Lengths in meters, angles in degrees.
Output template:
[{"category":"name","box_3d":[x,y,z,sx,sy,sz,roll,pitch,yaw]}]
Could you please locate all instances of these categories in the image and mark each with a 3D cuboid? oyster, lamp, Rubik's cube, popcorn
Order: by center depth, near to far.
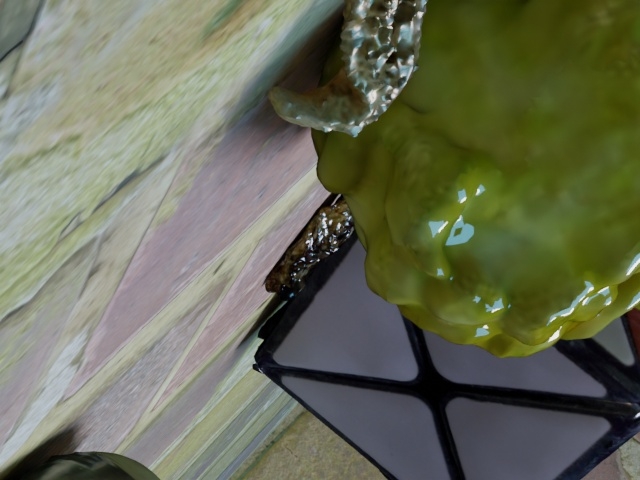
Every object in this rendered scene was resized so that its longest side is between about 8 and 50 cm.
[{"category":"popcorn","box_3d":[0.127,-0.064,0.875,0.250,0.235,0.242,-31,-158,8]},{"category":"lamp","box_3d":[-0.144,0.176,1.017,0.101,0.101,0.250,-50,167,6]},{"category":"oyster","box_3d":[0.001,0.001,1.335,0.086,0.029,0.132,-46,176,-29]},{"category":"Rubik's cube","box_3d":[0.170,0.050,1.548,0.305,0.307,0.310,-47,177,-42]}]

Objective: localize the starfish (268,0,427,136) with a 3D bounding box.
[{"category":"starfish","box_3d":[0.063,-0.161,0.544,0.302,0.060,0.299,-42,165,-20]}]
